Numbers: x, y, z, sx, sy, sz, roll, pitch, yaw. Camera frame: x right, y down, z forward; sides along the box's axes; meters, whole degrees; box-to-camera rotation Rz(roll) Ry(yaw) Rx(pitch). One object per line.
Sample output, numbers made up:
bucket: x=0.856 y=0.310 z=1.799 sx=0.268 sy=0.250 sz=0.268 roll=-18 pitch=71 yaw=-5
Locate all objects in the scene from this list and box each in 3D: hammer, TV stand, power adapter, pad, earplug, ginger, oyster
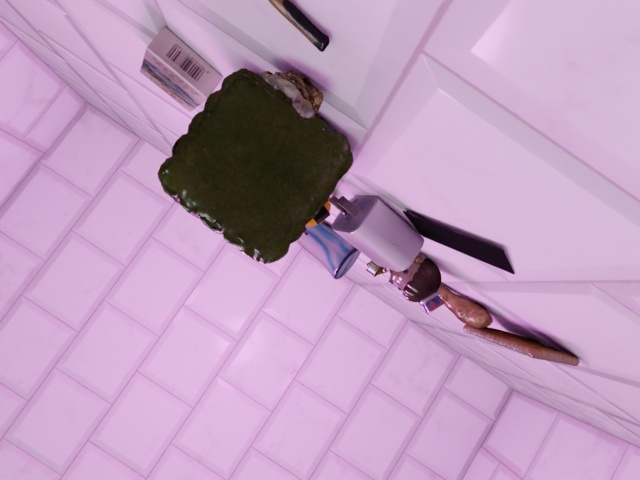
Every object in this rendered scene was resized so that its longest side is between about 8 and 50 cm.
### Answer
hammer: x=-0.068 y=-0.332 z=0.584 sx=0.201 sy=0.021 sz=0.078 roll=38 pitch=172 yaw=-19
TV stand: x=-0.067 y=-0.159 z=1.243 sx=0.256 sy=0.049 sz=0.040 roll=53 pitch=177 yaw=15
power adapter: x=0.132 y=-0.038 z=1.185 sx=0.255 sy=0.124 sz=0.187 roll=37 pitch=171 yaw=-21
pad: x=0.332 y=0.002 z=1.044 sx=0.265 sy=0.009 sz=0.159 roll=28 pitch=173 yaw=39
earplug: x=0.000 y=0.000 z=1.862 sx=0.324 sy=0.185 sz=0.185 roll=38 pitch=174 yaw=18
ginger: x=0.467 y=0.213 z=1.527 sx=0.294 sy=0.086 sz=0.131 roll=36 pitch=-165 yaw=18
oyster: x=-0.039 y=-0.265 z=0.765 sx=0.148 sy=0.051 sz=0.103 roll=47 pitch=-176 yaw=34

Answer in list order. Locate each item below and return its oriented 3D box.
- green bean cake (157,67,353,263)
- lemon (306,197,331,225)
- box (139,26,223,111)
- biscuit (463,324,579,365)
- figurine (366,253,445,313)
green bean cake: x=-0.129 y=-0.144 z=0.934 sx=0.335 sy=0.319 sz=0.218 roll=39 pitch=175 yaw=-8
lemon: x=-0.045 y=-0.124 z=1.338 sx=0.187 sy=0.142 sz=0.142 roll=40 pitch=170 yaw=-28
box: x=-0.356 y=-0.416 z=1.083 sx=0.164 sy=0.069 sz=0.256 roll=38 pitch=171 yaw=-25
biscuit: x=0.661 y=0.342 z=1.450 sx=0.217 sy=0.044 sz=0.325 roll=13 pitch=179 yaw=-21
figurine: x=0.280 y=0.112 z=1.372 sx=0.275 sy=0.158 sz=0.161 roll=33 pitch=133 yaw=17
